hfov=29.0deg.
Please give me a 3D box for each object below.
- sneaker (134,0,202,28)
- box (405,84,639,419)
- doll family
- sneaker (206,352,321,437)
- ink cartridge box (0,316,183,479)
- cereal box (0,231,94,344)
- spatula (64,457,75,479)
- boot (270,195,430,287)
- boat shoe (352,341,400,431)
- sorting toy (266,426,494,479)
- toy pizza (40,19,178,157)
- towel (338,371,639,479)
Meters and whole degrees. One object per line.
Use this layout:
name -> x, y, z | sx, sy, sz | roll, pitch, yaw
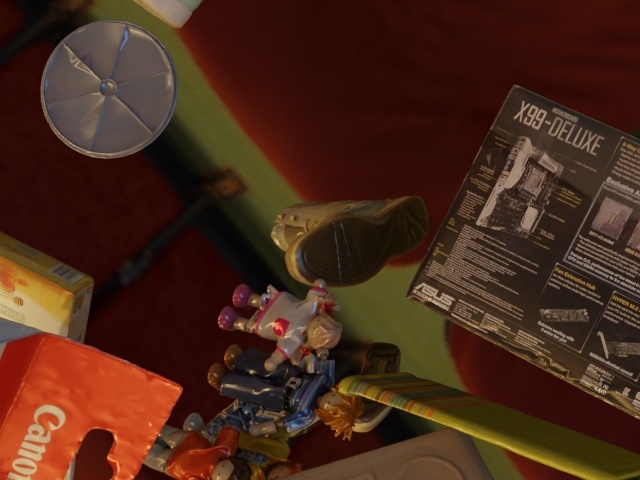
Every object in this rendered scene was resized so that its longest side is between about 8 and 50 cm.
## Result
sneaker -> -0.173, -0.309, 1.016 | 0.256, 0.151, 0.094 | 37, 179, -28
box -> 0.272, 0.020, 1.214 | 0.307, 0.242, 0.076 | 27, 180, 19
doll family -> -0.049, 0.168, 1.210 | 0.163, 0.263, 0.118 | 15, 152, 38
sneaker -> -0.075, 0.192, 1.368 | 0.080, 0.211, 0.081 | 24, 129, 33
ink cartridge box -> -0.355, 0.185, 1.091 | 0.385, 0.091, 0.308 | 21, 128, -12
cereal box -> -0.353, 0.114, 1.401 | 0.173, 0.047, 0.240 | 24, 120, 16
spatula -> -0.342, 0.260, 1.501 | 0.168, 0.242, 0.019 | 4, 175, 39
boot -> 0.000, 0.000, 1.390 | 0.165, 0.213, 0.077 | 1, 107, 43
boat shoe -> 0.075, 0.217, 1.706 | 0.068, 0.190, 0.072 | 11, 118, 14
sorting toy -> 0.075, 0.264, 1.064 | 0.038, 0.208, 0.193 | 101, 151, -45
toy pizza -> -0.302, -0.217, 1.783 | 0.201, 0.201, 0.032 | 44, 180, 7
towel -> 0.133, 0.144, 0.938 | 0.237, 0.021, 0.102 | 16, -173, 36
